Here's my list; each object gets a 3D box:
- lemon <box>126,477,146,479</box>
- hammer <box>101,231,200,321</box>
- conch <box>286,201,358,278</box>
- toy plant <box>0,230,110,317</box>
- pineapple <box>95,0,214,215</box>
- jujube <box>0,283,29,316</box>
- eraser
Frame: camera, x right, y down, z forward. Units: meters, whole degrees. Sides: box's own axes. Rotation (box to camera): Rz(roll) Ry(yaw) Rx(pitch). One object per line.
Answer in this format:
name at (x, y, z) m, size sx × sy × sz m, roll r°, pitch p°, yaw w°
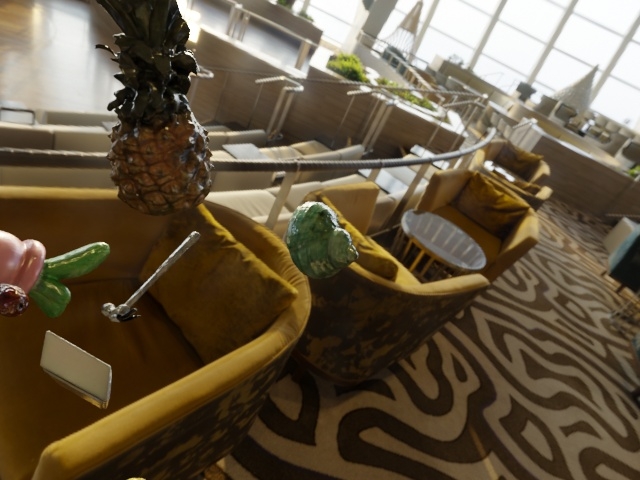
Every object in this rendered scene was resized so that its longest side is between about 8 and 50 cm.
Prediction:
lemon at (-0.447, 0.593, 0.962) m, size 0.065 × 0.065 × 0.092 m, roll 40°, pitch 34°, yaw 21°
hammer at (-0.579, 0.114, 1.467) m, size 0.152 × 0.044 × 0.427 m, roll 7°, pitch 47°, yaw 32°
conch at (0.000, -0.004, 0.891) m, size 0.175 × 0.122 × 0.188 m, roll 6°, pitch 46°, yaw -50°
toy plant at (-0.902, 0.087, 1.298) m, size 0.356 × 0.317 × 0.210 m, roll 35°, pitch 3°, yaw -44°
pineapple at (-0.194, -0.157, 0.479) m, size 0.128 × 0.248 × 0.128 m, roll 3°, pitch 31°, yaw -2°
jujube at (-0.799, 0.148, 1.052) m, size 0.129 × 0.077 × 0.077 m, roll 12°, pitch 22°, yaw 29°
eraser at (-0.654, 0.367, 1.129) m, size 0.213 × 0.397 × 0.082 m, roll 35°, pitch 56°, yaw -10°
